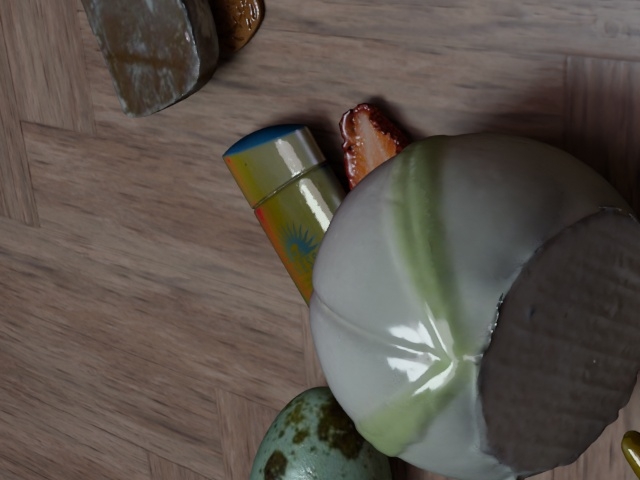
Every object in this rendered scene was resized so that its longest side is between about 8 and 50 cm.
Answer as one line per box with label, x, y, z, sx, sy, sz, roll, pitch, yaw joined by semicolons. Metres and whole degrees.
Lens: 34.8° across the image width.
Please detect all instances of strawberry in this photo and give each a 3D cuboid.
strawberry;0.071;-0.068;1.035;0.104;0.048;0.152;-17;90;50

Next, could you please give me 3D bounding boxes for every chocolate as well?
chocolate;-0.185;-0.275;1.131;0.157;0.080;0.253;-20;91;43

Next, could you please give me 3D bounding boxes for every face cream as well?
face cream;0.000;0.000;1.111;0.139;0.067;0.285;-31;89;52

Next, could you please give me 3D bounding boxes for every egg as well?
egg;0.001;0.280;1.180;0.169;0.169;0.231;14;110;36

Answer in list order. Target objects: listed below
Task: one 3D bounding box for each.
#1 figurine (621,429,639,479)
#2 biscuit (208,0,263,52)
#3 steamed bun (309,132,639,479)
figurine;0.435;0.175;0.691;0.268;0.400;0.387;28;142;-22
biscuit;-0.100;-0.250;1.113;0.078;0.015;0.091;51;134;9
steamed bun;0.113;0.043;0.890;0.309;0.309;0.309;19;122;34
